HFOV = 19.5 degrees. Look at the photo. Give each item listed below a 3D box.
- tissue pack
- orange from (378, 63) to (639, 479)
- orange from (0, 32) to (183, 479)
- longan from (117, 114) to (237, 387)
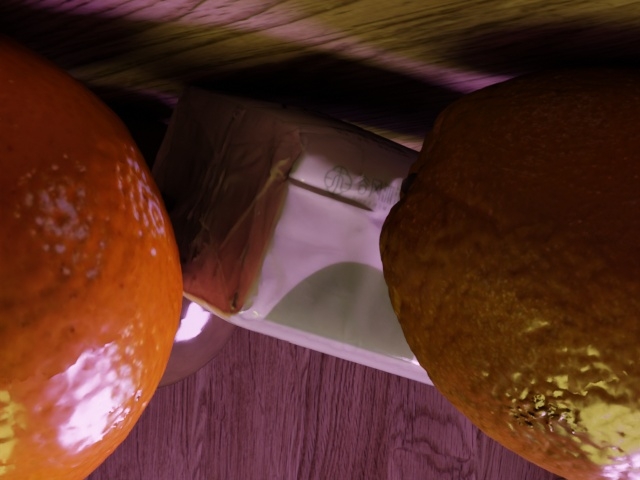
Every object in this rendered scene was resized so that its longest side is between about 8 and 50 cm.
[{"bbox_3d":[0.047,0.007,1.660,0.356,0.193,0.266,19,-176,-30],"label":"tissue pack"},{"bbox_3d":[0.226,0.022,1.420,0.357,0.322,0.322,24,174,6],"label":"orange"},{"bbox_3d":[-0.293,0.013,1.513,0.326,0.424,0.424,-31,-168,-28],"label":"orange"},{"bbox_3d":[-0.201,0.009,1.843,0.297,0.297,0.297,6,173,1],"label":"longan"}]
